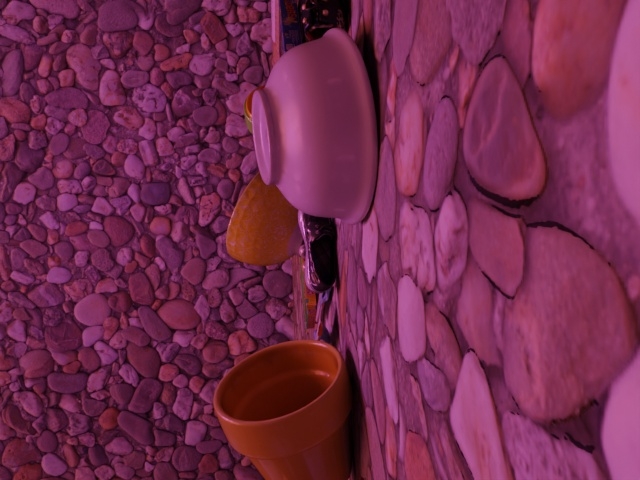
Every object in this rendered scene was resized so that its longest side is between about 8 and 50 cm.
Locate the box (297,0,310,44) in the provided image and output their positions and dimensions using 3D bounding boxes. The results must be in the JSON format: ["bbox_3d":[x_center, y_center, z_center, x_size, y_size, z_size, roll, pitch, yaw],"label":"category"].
[{"bbox_3d":[-0.015,-0.338,1.178,0.322,0.080,0.256,168,101,-84],"label":"box"}]

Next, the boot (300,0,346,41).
[{"bbox_3d":[-0.015,-0.441,0.894,0.236,0.085,0.178,24,-122,-69],"label":"boot"}]

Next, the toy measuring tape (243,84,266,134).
[{"bbox_3d":[-0.107,-0.318,1.161,0.121,0.122,0.329,99,167,-62],"label":"toy measuring tape"}]

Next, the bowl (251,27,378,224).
[{"bbox_3d":[-0.027,-0.163,0.836,0.298,0.134,0.297,172,90,-77],"label":"bowl"}]

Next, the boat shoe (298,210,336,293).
[{"bbox_3d":[0.000,0.000,1.202,0.076,0.080,0.228,156,117,-62],"label":"boat shoe"}]

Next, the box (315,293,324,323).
[{"bbox_3d":[-0.011,0.145,1.601,0.201,0.021,0.164,105,162,-69],"label":"box"}]

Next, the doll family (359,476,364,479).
[{"bbox_3d":[0.049,0.474,0.872,0.192,0.076,0.111,-94,1,-50],"label":"doll family"}]

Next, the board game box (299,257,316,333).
[{"bbox_3d":[-0.037,0.130,1.567,0.124,0.039,0.259,94,174,-49],"label":"board game box"}]

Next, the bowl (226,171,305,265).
[{"bbox_3d":[-0.086,-0.043,1.369,0.289,0.156,0.289,-52,-19,-25],"label":"bowl"}]

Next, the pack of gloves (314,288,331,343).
[{"bbox_3d":[0.016,0.180,1.338,0.232,0.046,0.194,102,177,-62],"label":"pack of gloves"}]

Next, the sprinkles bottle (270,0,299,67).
[{"bbox_3d":[-0.064,-0.583,1.351,0.355,0.122,0.121,96,170,-55],"label":"sprinkles bottle"}]

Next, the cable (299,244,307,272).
[{"bbox_3d":[-0.018,0.036,1.371,0.287,0.072,0.139,106,172,-75],"label":"cable"}]

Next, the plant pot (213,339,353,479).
[{"bbox_3d":[-0.048,0.357,1.049,0.254,0.254,0.238,-108,2,-70],"label":"plant pot"}]

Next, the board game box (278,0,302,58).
[{"bbox_3d":[-0.059,-0.366,1.057,0.136,0.035,0.201,96,170,-53],"label":"board game box"}]
